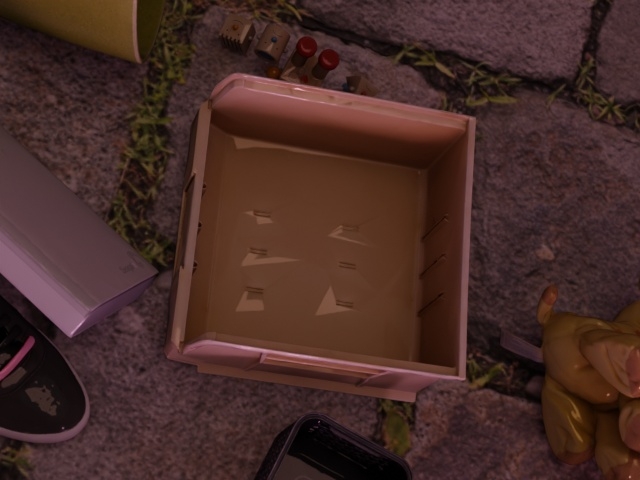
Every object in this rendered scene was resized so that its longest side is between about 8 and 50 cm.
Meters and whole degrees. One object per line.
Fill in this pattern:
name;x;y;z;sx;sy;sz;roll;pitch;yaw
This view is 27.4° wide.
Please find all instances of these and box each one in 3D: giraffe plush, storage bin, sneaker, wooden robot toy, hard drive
giraffe plush;0.308;0.122;1.294;0.170;0.181;0.210;-14;41;-30
storage bin;0.000;0.000;1.248;0.260;0.123;0.262;10;70;-13
sneaker;-0.314;0.061;1.124;0.295;0.147;0.104;41;64;-1
wooden robot toy;-0.030;-0.161;1.327;0.173;0.076;0.079;28;77;-5
storage bin;-0.010;0.260;1.177;0.122;0.084;0.180;30;67;-5
hard drive;-0.289;-0.049;1.149;0.307;0.203;0.040;42;101;1

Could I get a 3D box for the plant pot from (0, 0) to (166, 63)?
plant pot;-0.289;-0.323;1.221;0.293;0.275;0.275;9;69;-2
